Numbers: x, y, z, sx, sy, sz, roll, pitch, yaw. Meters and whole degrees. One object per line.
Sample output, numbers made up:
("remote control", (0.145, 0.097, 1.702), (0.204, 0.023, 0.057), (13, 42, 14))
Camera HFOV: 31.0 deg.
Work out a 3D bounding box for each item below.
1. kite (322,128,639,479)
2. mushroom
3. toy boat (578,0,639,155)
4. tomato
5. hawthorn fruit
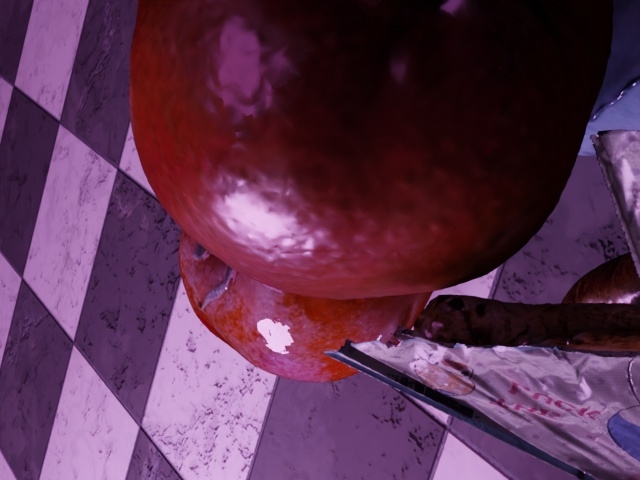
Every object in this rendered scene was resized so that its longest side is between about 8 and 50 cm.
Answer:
("kite", (0.189, 0.072, 0.543), (0.406, 0.368, 0.014), (-1, 51, 30))
("mushroom", (0.160, 0.053, 0.647), (0.227, 0.217, 0.148), (-41, 50, 45))
("toy boat", (0.203, -0.163, 0.757), (0.330, 0.123, 0.215), (167, 107, -67))
("tomato", (-0.001, 0.004, 0.930), (0.232, 0.189, 0.232), (-17, 68, 47))
("hawthorn fruit", (0.016, -0.097, 0.671), (0.311, 0.295, 0.295), (-51, 44, 36))
